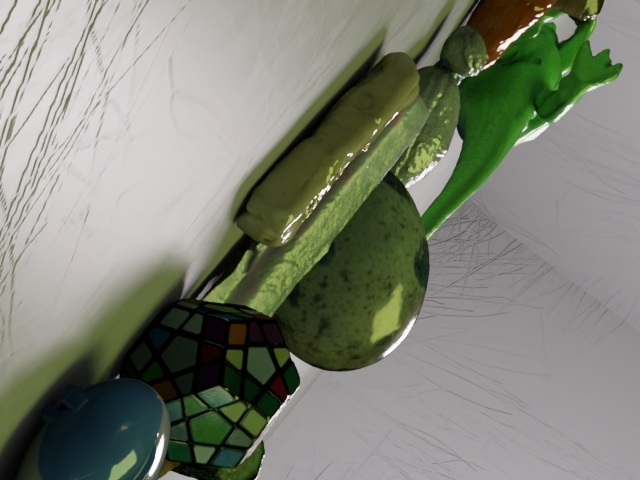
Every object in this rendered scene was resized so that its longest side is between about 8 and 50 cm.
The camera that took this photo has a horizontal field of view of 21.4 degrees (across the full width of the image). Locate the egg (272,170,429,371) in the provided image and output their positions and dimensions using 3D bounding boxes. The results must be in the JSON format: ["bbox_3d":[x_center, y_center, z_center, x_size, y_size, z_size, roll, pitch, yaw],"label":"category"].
[{"bbox_3d":[0.024,0.021,1.435,0.141,0.141,0.182,65,39,-84],"label":"egg"}]

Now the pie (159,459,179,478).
[{"bbox_3d":[-0.084,0.113,1.485,0.128,0.068,0.282,-37,-178,31],"label":"pie"}]

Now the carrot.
[{"bbox_3d":[0.186,-0.225,1.631,0.205,0.072,0.072,-53,176,30],"label":"carrot"}]

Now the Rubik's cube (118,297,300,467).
[{"bbox_3d":[-0.081,0.102,1.223,0.133,0.112,0.133,-51,176,-5],"label":"Rubik's cube"}]

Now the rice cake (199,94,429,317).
[{"bbox_3d":[-0.017,-0.023,1.342,0.290,0.051,0.081,-52,141,-11],"label":"rice cake"}]

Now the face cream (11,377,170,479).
[{"bbox_3d":[-0.160,0.169,1.133,0.149,0.083,0.264,-50,174,-31],"label":"face cream"}]

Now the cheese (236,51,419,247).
[{"bbox_3d":[0.009,-0.069,1.254,0.194,0.043,0.065,-48,168,-30],"label":"cheese"}]

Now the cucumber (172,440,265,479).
[{"bbox_3d":[-0.099,0.184,1.494,0.070,0.046,0.220,-40,-164,-19],"label":"cucumber"}]

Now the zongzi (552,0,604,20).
[{"bbox_3d":[0.274,-0.343,1.720,0.178,0.081,0.189,-82,-173,-54],"label":"zongzi"}]

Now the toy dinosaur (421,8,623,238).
[{"bbox_3d":[0.164,-0.132,1.969,0.500,0.144,0.374,-48,-175,-19],"label":"toy dinosaur"}]

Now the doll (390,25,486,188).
[{"bbox_3d":[0.083,-0.100,1.543,0.214,0.071,0.103,-61,-174,5],"label":"doll"}]
